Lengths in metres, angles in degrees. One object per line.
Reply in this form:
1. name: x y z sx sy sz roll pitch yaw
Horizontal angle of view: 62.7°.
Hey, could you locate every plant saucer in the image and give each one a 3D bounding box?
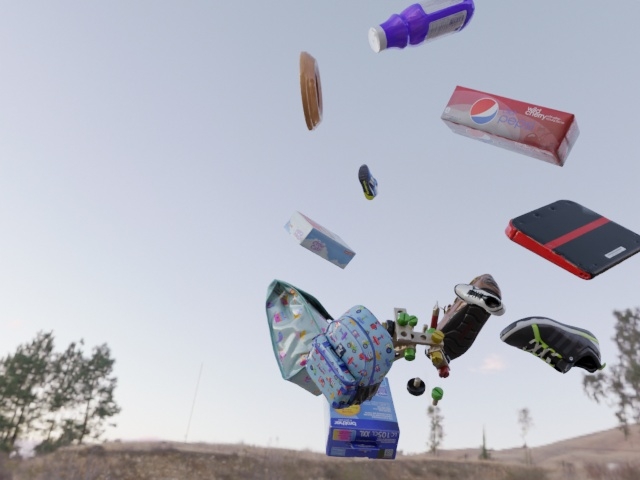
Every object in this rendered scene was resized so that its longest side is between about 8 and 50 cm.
1. plant saucer: -0.021 -0.382 1.347 0.037 0.200 0.200 -3 -29 7

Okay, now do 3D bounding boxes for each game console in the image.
1. game console: 0.861 -0.012 1.783 0.387 0.342 0.060 -19 -47 -31

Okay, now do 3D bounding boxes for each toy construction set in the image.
1. toy construction set: 0.306 0.292 1.643 0.258 0.309 0.237 17 -51 21

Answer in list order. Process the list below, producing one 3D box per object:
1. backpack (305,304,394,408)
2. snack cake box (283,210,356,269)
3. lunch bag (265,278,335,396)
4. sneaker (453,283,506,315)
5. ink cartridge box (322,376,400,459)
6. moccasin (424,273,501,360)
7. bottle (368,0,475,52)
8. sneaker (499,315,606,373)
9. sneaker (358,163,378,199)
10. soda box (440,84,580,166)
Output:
1. backpack: 0.060 0.221 1.025 0.117 0.158 0.173 -12 -40 -34
2. snack cake box: 0.000 0.000 2.074 0.264 0.152 0.089 31 -79 -40
3. lunch bag: -0.039 0.239 1.354 0.160 0.262 0.223 -29 -34 5
4. sneaker: 0.318 0.112 1.052 0.109 0.040 0.044 24 -13 29
5. ink cartridge box: 0.155 0.702 2.060 0.270 0.395 0.151 4 -67 -4
6. moccasin: 0.483 0.274 1.827 0.139 0.147 0.380 23 -64 1
7. bottle: 0.264 -0.572 1.390 0.283 0.092 0.118 -23 -11 -11
8. sneaker: 0.495 0.226 1.100 0.235 0.097 0.084 10 -43 -10
9. sneaker: 0.192 -0.234 2.087 0.053 0.144 0.059 -4 16 44
10. soda box: 0.393 -0.244 1.103 0.263 0.083 0.092 28 3 35
